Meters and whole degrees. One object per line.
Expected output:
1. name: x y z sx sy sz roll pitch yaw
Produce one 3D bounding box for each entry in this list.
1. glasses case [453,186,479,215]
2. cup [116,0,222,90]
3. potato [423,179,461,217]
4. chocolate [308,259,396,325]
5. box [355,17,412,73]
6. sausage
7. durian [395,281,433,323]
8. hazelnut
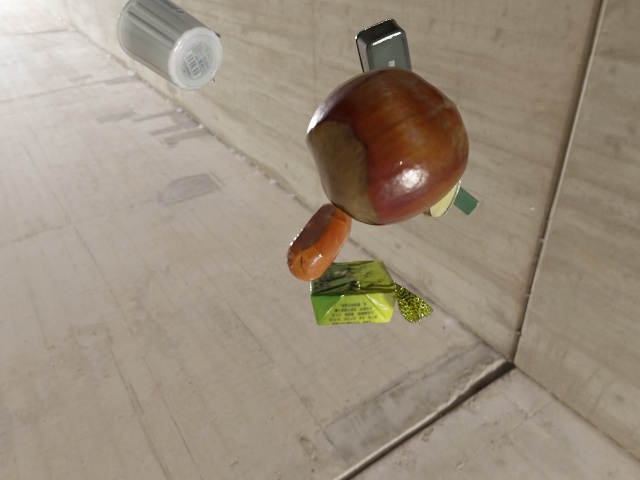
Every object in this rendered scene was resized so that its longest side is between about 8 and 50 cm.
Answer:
1. glasses case: 0.626 -0.200 2.291 0.184 0.078 0.039 40 -152 5
2. cup: -0.325 -0.472 1.177 0.202 0.167 0.221 38 -111 25
3. potato: 0.323 -0.164 1.421 0.081 0.201 0.164 21 -159 39
4. chocolate: 0.103 0.178 1.773 0.288 0.137 0.301 -3 -161 -2
5. box: 0.204 -0.570 1.584 0.144 0.201 0.090 -23 -134 -2
6. sausage: 0.001 0.002 1.407 0.133 0.133 0.258 17 -123 28
7. durian: 0.305 0.206 1.614 0.086 0.215 0.100 -32 -138 21
8. hazelnut: 0.150 -0.214 1.175 0.365 0.366 0.366 -1 -148 1
